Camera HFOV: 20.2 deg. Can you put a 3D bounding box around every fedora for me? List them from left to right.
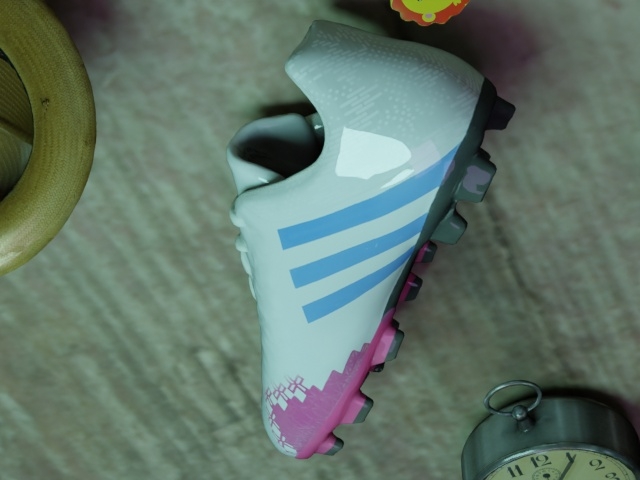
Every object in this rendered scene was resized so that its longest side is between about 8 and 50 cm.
[{"bbox_3d":[-0.209,-0.065,0.984,0.194,0.194,0.079,-8,176,6],"label":"fedora"}]

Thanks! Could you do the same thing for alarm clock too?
[{"bbox_3d":[0.159,0.152,1.268,0.129,0.064,0.192,-16,138,14],"label":"alarm clock"}]

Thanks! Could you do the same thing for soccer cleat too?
[{"bbox_3d":[0.000,0.000,1.084,0.143,0.116,0.331,24,134,0],"label":"soccer cleat"}]

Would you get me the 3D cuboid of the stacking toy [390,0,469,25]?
[{"bbox_3d":[0.090,-0.224,0.789,0.052,0.167,0.221,21,131,-23],"label":"stacking toy"}]
